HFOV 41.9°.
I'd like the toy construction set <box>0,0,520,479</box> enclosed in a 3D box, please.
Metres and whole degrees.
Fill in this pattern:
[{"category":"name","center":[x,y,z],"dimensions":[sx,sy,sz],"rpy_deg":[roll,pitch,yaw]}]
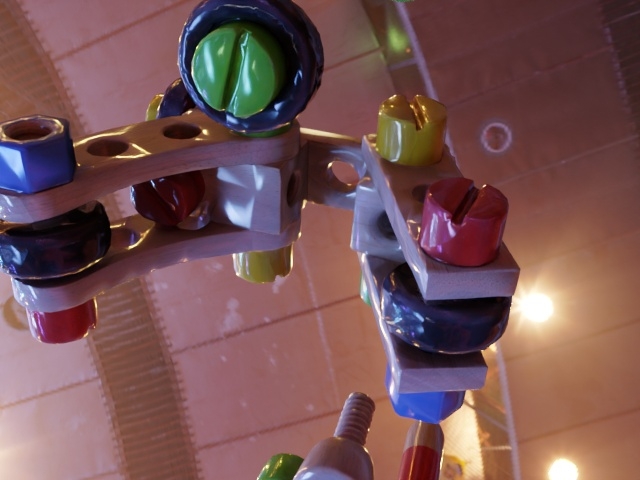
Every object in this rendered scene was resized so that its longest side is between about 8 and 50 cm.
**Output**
[{"category":"toy construction set","center":[0.000,0.000,0.476],"dimensions":[0.257,0.237,0.308],"rpy_deg":[-14,-68,22]}]
